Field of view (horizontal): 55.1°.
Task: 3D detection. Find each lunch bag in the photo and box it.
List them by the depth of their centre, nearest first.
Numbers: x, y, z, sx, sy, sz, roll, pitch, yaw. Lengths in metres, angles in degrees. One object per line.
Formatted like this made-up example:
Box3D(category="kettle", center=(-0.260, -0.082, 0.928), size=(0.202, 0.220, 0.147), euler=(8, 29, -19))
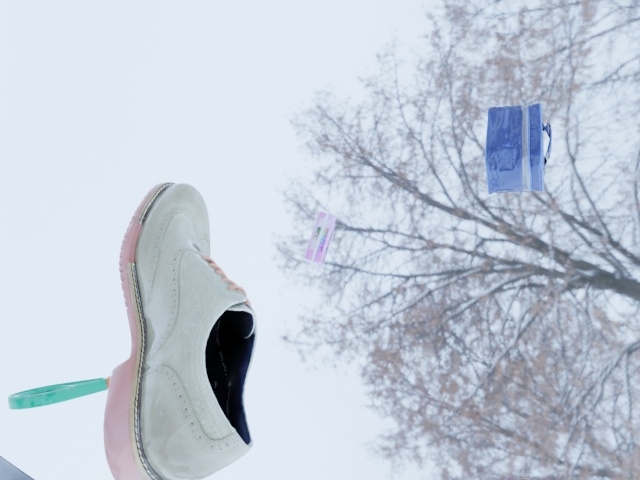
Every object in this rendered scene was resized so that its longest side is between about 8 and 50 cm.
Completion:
Box3D(category="lunch bag", center=(0.210, -0.099, 0.649), size=(0.067, 0.065, 0.098), euler=(66, -149, -51))

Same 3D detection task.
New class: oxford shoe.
Box3D(category="oxford shoe", center=(-0.135, 0.078, 0.696), size=(0.140, 0.146, 0.397), euler=(50, -156, -49))

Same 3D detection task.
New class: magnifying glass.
Box3D(category="magnifying glass", center=(-0.360, 0.227, 0.959), size=(0.231, 0.092, 0.026), euler=(-5, -94, -25))

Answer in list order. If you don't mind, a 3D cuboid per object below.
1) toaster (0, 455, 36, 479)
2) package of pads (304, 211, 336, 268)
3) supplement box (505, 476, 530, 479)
Box3D(category="toaster", center=(-0.718, 0.569, 1.327), size=(0.186, 0.110, 0.168), euler=(43, -85, -13))
Box3D(category="package of pads", center=(0.000, 0.000, 0.980), size=(0.050, 0.032, 0.083), euler=(89, -161, -76))
Box3D(category="supplement box", center=(0.345, 0.448, 1.070), size=(0.083, 0.043, 0.055), euler=(26, -114, -70))
